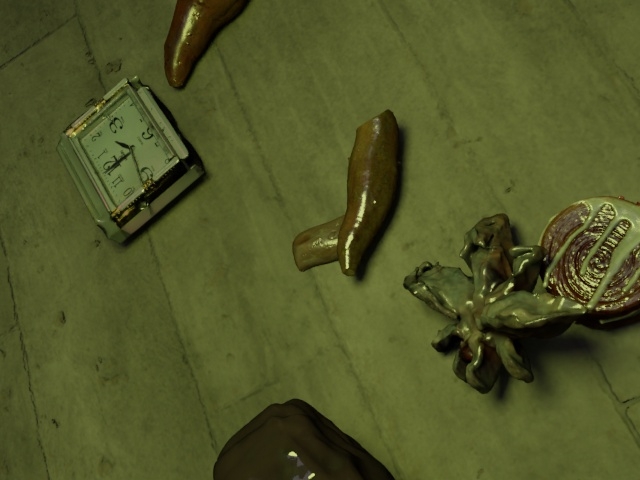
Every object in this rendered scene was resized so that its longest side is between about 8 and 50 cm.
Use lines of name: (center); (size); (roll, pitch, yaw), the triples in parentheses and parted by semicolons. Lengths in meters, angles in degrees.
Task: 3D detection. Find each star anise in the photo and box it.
star anise: (0.196, 0.073, 1.027); (0.198, 0.110, 0.258); (-55, 32, 23)

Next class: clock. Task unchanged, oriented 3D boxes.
clock: (-0.311, -0.133, 1.388); (0.186, 0.083, 0.253); (-39, 58, 6)

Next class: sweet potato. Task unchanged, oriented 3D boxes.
sweet potato: (-0.177, -0.429, 1.434); (0.112, 0.112, 0.359); (38, 105, 32)
sweet potato: (0.067, -0.063, 1.191); (0.077, 0.077, 0.244); (5, 77, 27)

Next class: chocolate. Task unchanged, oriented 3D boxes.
chocolate: (0.000, 0.000, 1.218); (0.100, 0.031, 0.065); (-18, 59, 18)

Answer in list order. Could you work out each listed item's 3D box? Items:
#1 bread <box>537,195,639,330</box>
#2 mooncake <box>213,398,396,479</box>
bread: (0.341, 0.023, 1.022); (0.160, 0.073, 0.161); (-10, 65, 22)
mooncake: (0.018, 0.296, 0.942); (0.141, 0.283, 0.283); (-46, 58, 0)
